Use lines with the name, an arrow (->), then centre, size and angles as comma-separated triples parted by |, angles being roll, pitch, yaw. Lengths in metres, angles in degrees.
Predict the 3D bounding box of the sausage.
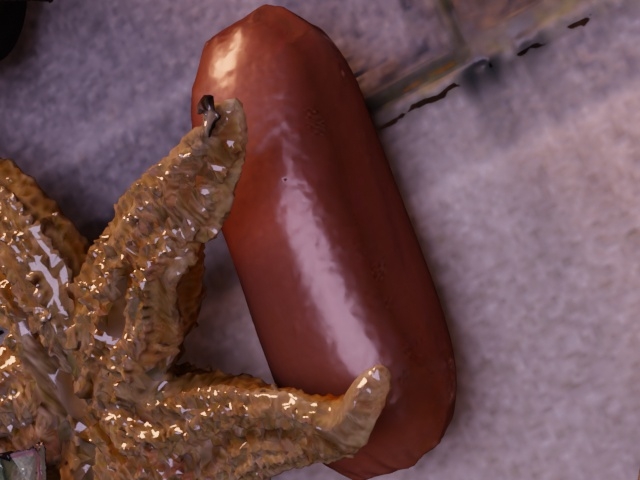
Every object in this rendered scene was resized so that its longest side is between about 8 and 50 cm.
sausage -> 0.000, 0.000, 0.696 | 0.077, 0.077, 0.194 | -24, 78, 22

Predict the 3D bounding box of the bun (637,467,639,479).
bun -> 0.178, 0.091, 0.589 | 0.173, 0.166, 0.113 | -33, 33, 13

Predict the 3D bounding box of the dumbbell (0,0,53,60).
dumbbell -> -0.208, -0.114, 0.778 | 0.208, 0.099, 0.099 | 5, 91, 25

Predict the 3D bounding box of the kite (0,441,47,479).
kite -> -0.187, 0.206, 0.782 | 0.268, 0.013, 0.323 | 51, 120, 12

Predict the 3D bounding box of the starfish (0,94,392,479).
starfish -> -0.092, 0.045, 0.722 | 0.302, 0.060, 0.299 | -25, 82, 41
